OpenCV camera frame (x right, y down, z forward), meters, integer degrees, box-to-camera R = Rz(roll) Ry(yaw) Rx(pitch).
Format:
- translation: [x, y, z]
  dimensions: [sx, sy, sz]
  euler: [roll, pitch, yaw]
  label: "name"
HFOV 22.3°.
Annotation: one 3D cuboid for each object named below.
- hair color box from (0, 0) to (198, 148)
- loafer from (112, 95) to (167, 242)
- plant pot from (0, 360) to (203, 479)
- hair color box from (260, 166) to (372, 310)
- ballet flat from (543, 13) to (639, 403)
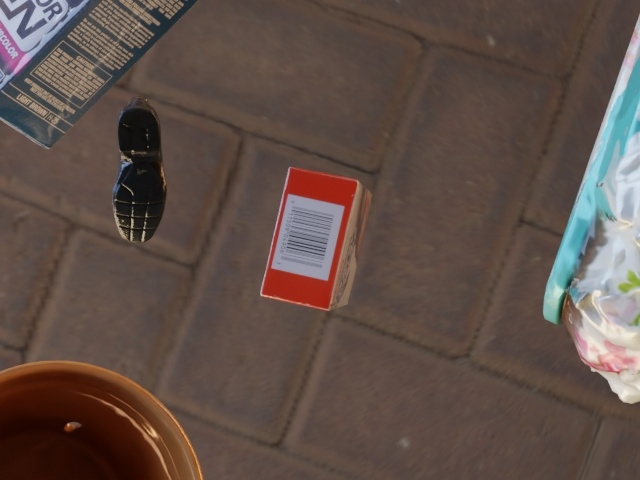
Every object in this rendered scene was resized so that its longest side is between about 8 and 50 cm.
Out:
- translation: [-0.210, -0.276, 1.594]
  dimensions: [0.347, 0.105, 0.174]
  euler: [-44, 52, 8]
  label: "hair color box"
- translation: [-0.202, -0.080, 1.829]
  dimensions: [0.062, 0.061, 0.170]
  euler: [5, 115, -5]
  label: "loafer"
- translation: [-0.278, 0.277, 1.641]
  dimensions: [0.291, 0.203, 0.291]
  euler: [3, 78, -16]
  label: "plant pot"
- translation: [0.000, 0.000, 1.175]
  dimensions: [0.053, 0.167, 0.093]
  euler: [13, 91, 4]
  label: "hair color box"
- translation: [0.115, -0.077, 0.348]
  dimensions: [0.077, 0.091, 0.241]
  euler: [16, 93, 16]
  label: "ballet flat"
